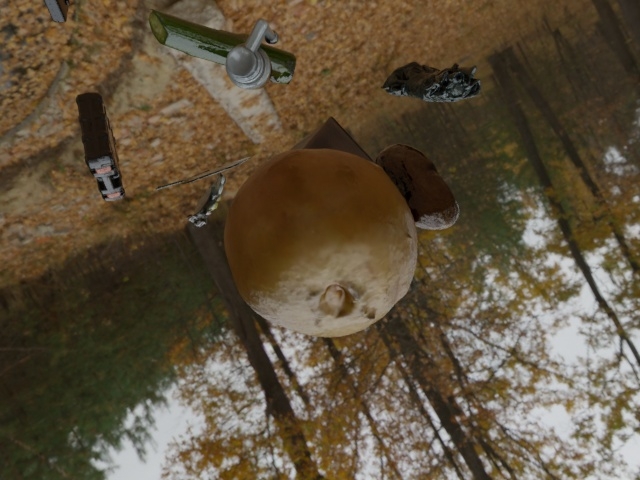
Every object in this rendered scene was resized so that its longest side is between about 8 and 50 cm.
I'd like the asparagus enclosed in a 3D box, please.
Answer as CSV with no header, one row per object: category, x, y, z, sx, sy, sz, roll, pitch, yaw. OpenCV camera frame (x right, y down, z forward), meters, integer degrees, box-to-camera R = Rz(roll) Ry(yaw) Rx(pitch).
asparagus,-0.172,-0.346,1.028,0.278,0.060,0.067,8,129,-26

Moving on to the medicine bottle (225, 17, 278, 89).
medicine bottle,-0.091,-0.251,0.779,0.092,0.061,0.220,-57,-170,11

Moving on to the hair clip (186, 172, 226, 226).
hair clip,-0.331,-0.114,1.645,0.116,0.049,0.172,-23,-143,37

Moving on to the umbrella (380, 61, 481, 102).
umbrella,0.256,-0.401,1.433,0.144,0.094,0.349,-2,-163,-19

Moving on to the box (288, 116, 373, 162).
box,-0.003,-0.175,1.467,0.153,0.188,0.252,-33,-162,38

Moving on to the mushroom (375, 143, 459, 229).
mushroom,0.175,-0.075,1.236,0.148,0.226,0.217,-6,149,-24

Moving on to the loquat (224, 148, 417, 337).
loquat,0.000,0.000,0.940,0.329,0.328,0.328,-29,-177,2

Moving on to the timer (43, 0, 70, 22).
timer,-0.707,-0.689,1.499,0.055,0.187,0.144,-5,155,-6

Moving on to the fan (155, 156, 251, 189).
fan,-0.320,-0.201,1.647,0.223,0.012,0.295,-31,-162,-38

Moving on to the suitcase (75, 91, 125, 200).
suitcase,-0.585,-0.243,1.523,0.066,0.206,0.285,-11,167,-15
